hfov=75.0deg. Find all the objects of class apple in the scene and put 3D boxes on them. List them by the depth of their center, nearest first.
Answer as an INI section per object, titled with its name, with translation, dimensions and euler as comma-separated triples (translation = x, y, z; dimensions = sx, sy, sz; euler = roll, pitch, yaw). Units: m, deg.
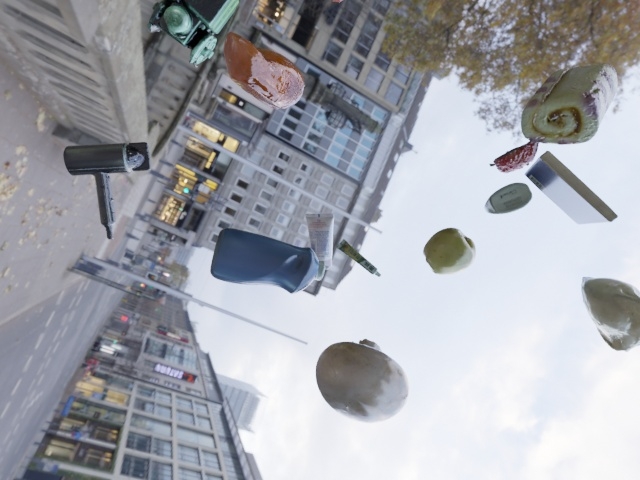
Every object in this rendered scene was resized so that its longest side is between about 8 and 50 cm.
[apple]
translation = 0.507, 0.043, 1.638
dimensions = 0.200, 0.200, 0.200
euler = -52, -158, 32

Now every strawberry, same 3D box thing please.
[strawberry]
translation = 0.732, -0.306, 1.553
dimensions = 0.192, 0.085, 0.140
euler = -27, 178, 27

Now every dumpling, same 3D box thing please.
[dumpling]
translation = 0.774, 0.192, 1.120
dimensions = 0.252, 0.132, 0.179
euler = -112, -169, -76

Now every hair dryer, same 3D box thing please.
[hair dryer]
translation = -0.536, -0.127, 1.087
dimensions = 0.078, 0.196, 0.248
euler = -124, -150, -78

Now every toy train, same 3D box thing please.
[toy train]
translation = -0.326, -0.606, 1.116
dimensions = 0.238, 0.167, 0.299
euler = -48, -158, 12

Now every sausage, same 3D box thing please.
[sausage]
translation = -0.092, -0.273, 0.690
dimensions = 0.089, 0.179, 0.089
euler = -4, -98, 32

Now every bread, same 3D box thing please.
[bread]
translation = 0.730, -0.397, 1.215
dimensions = 0.187, 0.155, 0.338
euler = 7, -142, 40

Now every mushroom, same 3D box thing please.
[mushroom]
translation = 0.101, 0.325, 0.986
dimensions = 0.226, 0.226, 0.178
euler = -45, -177, 44

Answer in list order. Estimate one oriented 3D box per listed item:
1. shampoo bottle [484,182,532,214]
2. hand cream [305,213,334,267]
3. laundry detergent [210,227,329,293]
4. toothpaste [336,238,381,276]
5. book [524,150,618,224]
[shampoo bottle]
translation = 0.590, -0.125, 1.323
dimensions = 0.134, 0.078, 0.359
euler = -26, 174, 23
[hand cream]
translation = 0.000, 0.000, 1.851
dimensions = 0.083, 0.133, 0.247
euler = -37, 128, -68
[laundry detergent]
translation = -0.086, 0.041, 0.749
dimensions = 0.061, 0.207, 0.096
euler = 126, -26, -72
[toothpaste]
translation = 0.153, 0.074, 1.623
dimensions = 0.049, 0.204, 0.031
euler = -48, 173, -19
[book]
translation = 0.566, -0.113, 0.967
dimensions = 0.025, 0.191, 0.269
euler = -45, 167, 15
